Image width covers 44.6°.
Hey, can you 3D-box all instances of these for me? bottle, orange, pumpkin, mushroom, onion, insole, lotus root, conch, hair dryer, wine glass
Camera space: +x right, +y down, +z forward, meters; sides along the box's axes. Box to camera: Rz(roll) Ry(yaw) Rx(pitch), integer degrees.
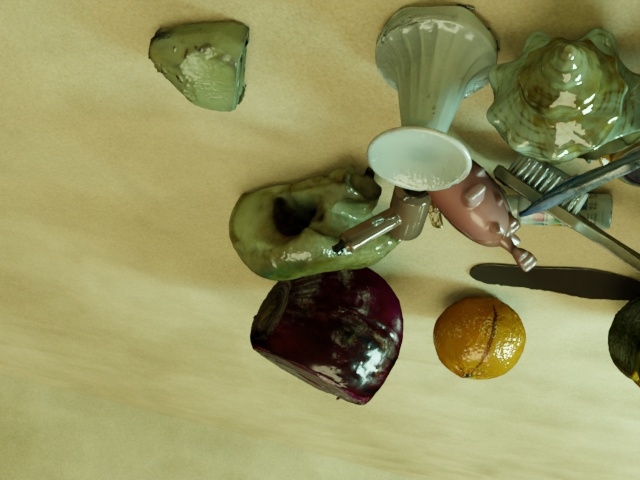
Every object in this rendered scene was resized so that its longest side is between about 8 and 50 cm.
[{"bbox_3d":[0.351,-0.051,1.249,0.217,0.060,0.060,3,149,15],"label":"bottle"},{"bbox_3d":[0.325,0.205,1.603,0.193,0.161,0.193,5,149,3],"label":"orange"},{"bbox_3d":[0.659,0.214,1.370,0.320,0.192,0.320,35,-175,-3],"label":"pumpkin"},{"bbox_3d":[0.001,0.006,1.364,0.292,0.212,0.217,-21,129,35],"label":"mushroom"},{"bbox_3d":[0.020,0.164,1.556,0.282,0.260,0.337,26,167,-7],"label":"onion"},{"bbox_3d":[0.450,0.077,1.487,0.328,0.007,0.111,6,148,12],"label":"insole"},{"bbox_3d":[-0.173,-0.245,1.110,0.144,0.070,0.143,10,150,6],"label":"lotus root"},{"bbox_3d":[0.317,-0.178,0.970,0.203,0.169,0.386,8,-172,20],"label":"conch"},{"bbox_3d":[0.095,-0.027,1.236,0.064,0.182,0.117,50,157,25],"label":"hair dryer"},{"bbox_3d":[0.133,-0.177,0.985,0.165,0.196,0.165,12,150,7],"label":"wine glass"}]

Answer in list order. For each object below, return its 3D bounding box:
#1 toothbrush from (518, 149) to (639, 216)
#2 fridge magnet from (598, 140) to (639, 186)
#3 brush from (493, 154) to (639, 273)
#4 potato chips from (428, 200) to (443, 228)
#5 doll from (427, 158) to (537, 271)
[{"bbox_3d":[0.424,-0.112,1.010,0.413,0.035,0.042,-28,104,44],"label":"toothbrush"},{"bbox_3d":[0.460,-0.122,1.082,0.143,0.063,0.143,8,147,5],"label":"fridge magnet"},{"bbox_3d":[0.410,-0.033,1.175,0.327,0.070,0.065,35,105,-1],"label":"brush"},{"bbox_3d":[0.165,-0.094,1.280,0.026,0.037,0.204,-11,139,19],"label":"potato chips"},{"bbox_3d":[0.225,-0.058,1.154,0.093,0.262,0.211,-42,153,9],"label":"doll"}]
